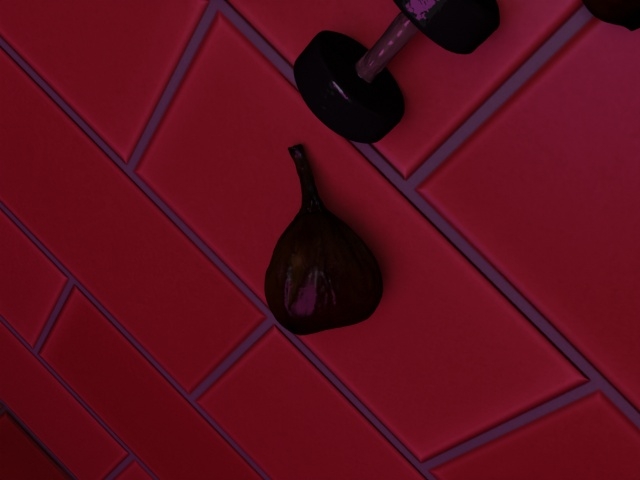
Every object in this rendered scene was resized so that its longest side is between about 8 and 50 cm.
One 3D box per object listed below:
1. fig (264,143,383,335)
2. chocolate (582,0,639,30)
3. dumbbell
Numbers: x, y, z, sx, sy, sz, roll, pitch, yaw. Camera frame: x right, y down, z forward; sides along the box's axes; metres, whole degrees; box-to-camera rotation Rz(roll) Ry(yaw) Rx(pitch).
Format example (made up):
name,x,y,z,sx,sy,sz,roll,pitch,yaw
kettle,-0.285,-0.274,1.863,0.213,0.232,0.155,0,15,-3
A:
name,x,y,z,sx,sy,sz,roll,pitch,yaw
fig,-0.029,0.016,0.868,0.190,0.190,0.290,-21,104,36
chocolate,0.311,-0.290,0.559,0.124,0.127,0.133,-37,80,8
dumbbell,0.086,-0.237,0.674,0.152,0.152,0.218,49,128,-1
